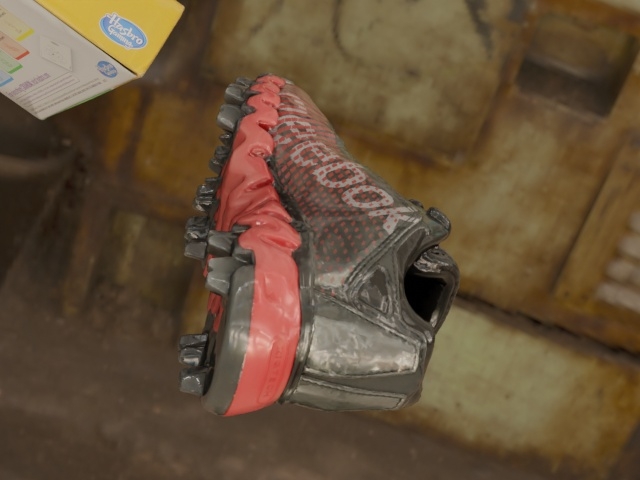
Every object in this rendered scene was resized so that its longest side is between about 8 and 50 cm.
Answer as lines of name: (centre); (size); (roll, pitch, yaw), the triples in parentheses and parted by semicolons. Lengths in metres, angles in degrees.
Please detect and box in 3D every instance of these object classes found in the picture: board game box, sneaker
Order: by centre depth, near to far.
sneaker: (0.000, 0.001, 0.795); (0.135, 0.098, 0.276); (11, 29, -10)
board game box: (-0.279, -0.216, 1.103); (0.316, 0.242, 0.064); (36, 72, -21)
